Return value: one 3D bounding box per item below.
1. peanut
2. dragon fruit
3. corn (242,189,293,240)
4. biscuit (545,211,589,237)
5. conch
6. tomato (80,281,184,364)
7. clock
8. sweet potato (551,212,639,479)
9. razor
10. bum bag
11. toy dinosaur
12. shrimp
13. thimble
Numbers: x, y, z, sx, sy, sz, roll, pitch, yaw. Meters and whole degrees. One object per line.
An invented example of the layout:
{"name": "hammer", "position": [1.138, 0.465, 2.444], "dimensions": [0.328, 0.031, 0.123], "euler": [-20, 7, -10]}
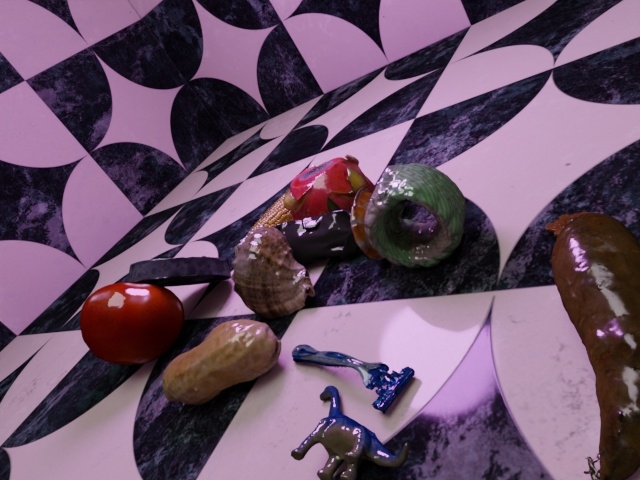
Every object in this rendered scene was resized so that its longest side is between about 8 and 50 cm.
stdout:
{"name": "peanut", "position": [-0.231, 0.275, 1.093], "dimensions": [0.313, 0.149, 0.149], "euler": [-34, 24, 15]}
{"name": "dragon fruit", "position": [0.023, -0.139, 1.458], "dimensions": [0.291, 0.189, 0.290], "euler": [-28, 26, 15]}
{"name": "corn", "position": [-0.147, -0.072, 1.657], "dimensions": [0.102, 0.101, 0.310], "euler": [-1, 38, 50]}
{"name": "biscuit", "position": [0.470, -0.023, 0.905], "dimensions": [0.082, 0.016, 0.092], "euler": [-23, 27, 12]}
{"name": "conch", "position": [-0.149, 0.072, 1.254], "dimensions": [0.210, 0.159, 0.291], "euler": [-52, 42, -6]}
{"name": "tomato", "position": [-0.550, 0.246, 1.419], "dimensions": [0.299, 0.299, 0.226], "euler": [-13, 69, 38]}
{"name": "clock", "position": [-0.436, 0.101, 1.516], "dimensions": [0.313, 0.061, 0.312], "euler": [-5, -9, -1]}
{"name": "sweet potato", "position": [0.392, 0.106, 0.654], "dimensions": [0.131, 0.130, 0.422], "euler": [-18, 39, 32]}
{"name": "razor", "position": [0.031, 0.234, 0.933], "dimensions": [0.093, 0.056, 0.324], "euler": [-41, 23, -28]}
{"name": "bum bag", "position": [0.000, 0.000, 1.329], "dimensions": [0.327, 0.142, 0.080], "euler": [-10, 3, 35]}
{"name": "toy dinosaur", "position": [0.061, 0.295, 0.785], "dimensions": [0.248, 0.075, 0.188], "euler": [-21, 17, 38]}
{"name": "shrimp", "position": [0.148, -0.074, 1.224], "dimensions": [0.062, 0.164, 0.316], "euler": [-16, 23, 34]}
{"name": "thimble", "position": [0.202, -0.057, 1.057], "dimensions": [0.219, 0.219, 0.150], "euler": [-18, 31, 32]}
